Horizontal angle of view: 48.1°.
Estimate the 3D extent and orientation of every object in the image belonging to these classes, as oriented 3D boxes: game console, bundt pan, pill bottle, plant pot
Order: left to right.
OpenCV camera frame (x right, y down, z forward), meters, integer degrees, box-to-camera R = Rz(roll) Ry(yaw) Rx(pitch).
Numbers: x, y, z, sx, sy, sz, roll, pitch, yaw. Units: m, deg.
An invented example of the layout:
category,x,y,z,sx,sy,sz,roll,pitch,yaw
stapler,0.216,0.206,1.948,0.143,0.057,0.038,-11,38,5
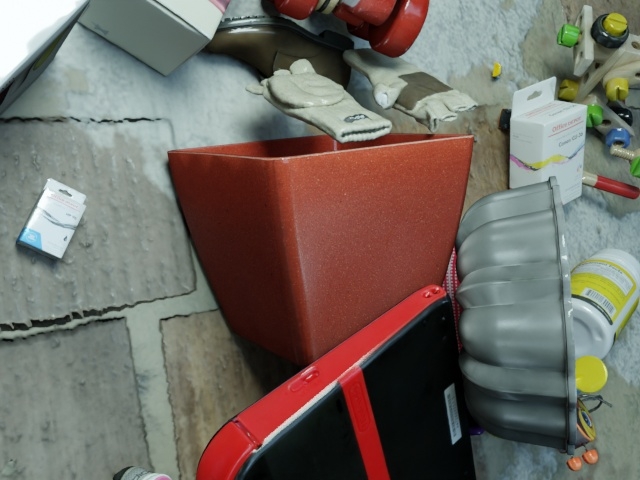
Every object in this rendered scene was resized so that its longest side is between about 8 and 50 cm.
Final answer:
category,x,y,z,sx,sy,sz,roll,pitch,yaw
plant pot,0.000,0.000,0.856,0.267,0.267,0.235,-10,103,-32
game console,0.045,0.277,0.848,0.342,0.060,0.386,-35,130,-26
bundt pan,0.234,0.090,0.876,0.331,0.124,0.330,-4,90,-75
pill bottle,0.449,0.101,1.175,0.208,0.119,0.119,-35,102,-42

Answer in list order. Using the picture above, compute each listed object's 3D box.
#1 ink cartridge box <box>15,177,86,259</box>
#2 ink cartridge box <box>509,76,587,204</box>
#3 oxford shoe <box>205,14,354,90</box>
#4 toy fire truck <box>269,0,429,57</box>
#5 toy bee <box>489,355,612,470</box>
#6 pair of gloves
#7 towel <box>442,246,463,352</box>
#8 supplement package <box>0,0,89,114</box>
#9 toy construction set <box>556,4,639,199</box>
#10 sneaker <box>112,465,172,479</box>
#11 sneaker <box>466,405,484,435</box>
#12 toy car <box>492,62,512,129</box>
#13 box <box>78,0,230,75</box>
category,x,y,z,sx,sy,sz,roll,pitch,yaw
ink cartridge box,-0.295,-0.026,0.798,0.048,0.028,0.083,29,69,-26
ink cartridge box,0.366,-0.152,1.156,0.115,0.067,0.198,-25,122,-31
oxford shoe,-0.052,-0.236,0.945,0.227,0.083,0.096,5,86,-30
toy fire truck,0.056,-0.385,0.891,0.169,0.302,0.253,16,110,-20
toy bee,0.358,0.245,1.066,0.298,0.195,0.162,17,38,-17
pair of gloves,0.054,-0.175,0.876,0.240,0.204,0.042,-19,132,-35
towel,0.259,0.097,1.124,0.275,0.031,0.198,3,83,-32
supplement package,-0.350,-0.199,0.684,0.149,0.203,0.194,43,65,-20
toy construction set,0.479,-0.247,1.221,0.237,0.257,0.308,13,87,-13
sneaker,-0.206,0.324,0.794,0.063,0.075,0.170,-7,110,-49
sneaker,0.140,0.219,0.994,0.224,0.098,0.083,23,72,-28
toy car,0.324,-0.237,1.193,0.040,0.060,0.122,-17,101,-64
box,-0.164,-0.338,0.848,0.127,0.149,0.232,30,70,-26
